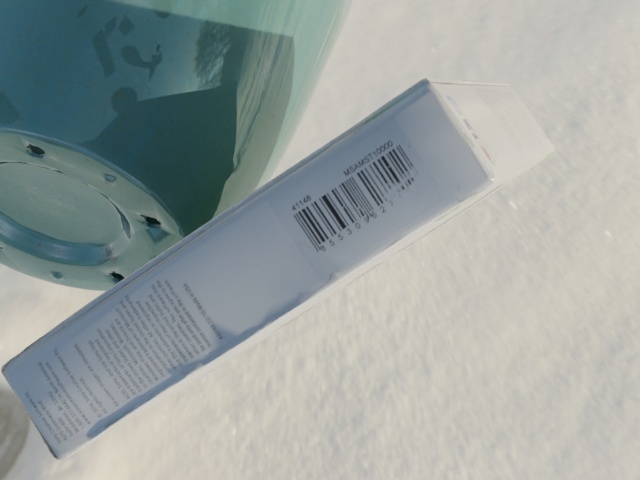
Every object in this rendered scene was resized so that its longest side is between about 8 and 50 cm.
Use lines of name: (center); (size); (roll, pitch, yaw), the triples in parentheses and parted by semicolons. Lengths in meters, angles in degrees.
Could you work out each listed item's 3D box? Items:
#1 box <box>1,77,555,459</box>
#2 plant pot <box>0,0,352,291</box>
box: (0.000, 0.000, 0.776); (0.232, 0.322, 0.058); (-33, 86, 14)
plant pot: (-0.145, -0.109, 0.990); (0.293, 0.293, 0.235); (17, 60, -3)
